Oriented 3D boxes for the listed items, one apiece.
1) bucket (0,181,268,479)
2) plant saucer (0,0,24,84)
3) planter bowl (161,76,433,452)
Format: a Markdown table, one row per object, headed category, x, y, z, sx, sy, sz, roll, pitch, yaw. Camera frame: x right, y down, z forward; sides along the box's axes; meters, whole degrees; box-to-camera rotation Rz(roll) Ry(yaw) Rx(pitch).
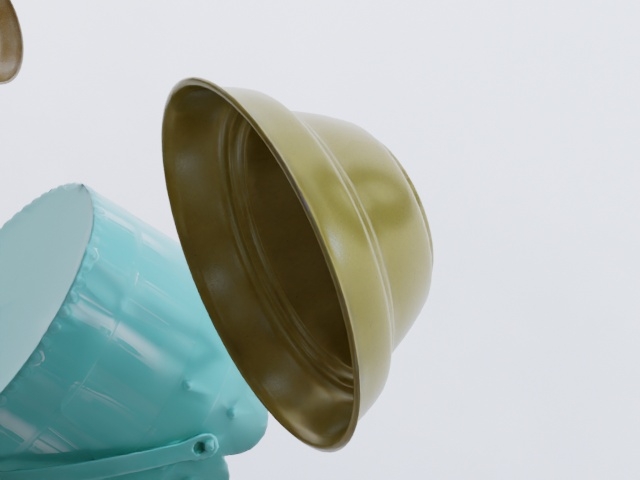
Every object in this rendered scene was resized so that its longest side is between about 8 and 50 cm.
| category | x | y | z | sx | sy | sz | roll | pitch | yaw |
| --- | --- | --- | --- | --- | --- | --- | --- | --- | --- |
| bucket | -0.184 | 0.103 | 1.119 | 0.183 | 0.281 | 0.281 | 37 | -40 | -27 |
| plant saucer | -0.210 | -0.132 | 0.870 | 0.015 | 0.083 | 0.083 | -17 | -65 | 22 |
| planter bowl | 0.000 | 0.000 | 0.800 | 0.217 | 0.090 | 0.217 | 49 | -28 | 38 |
